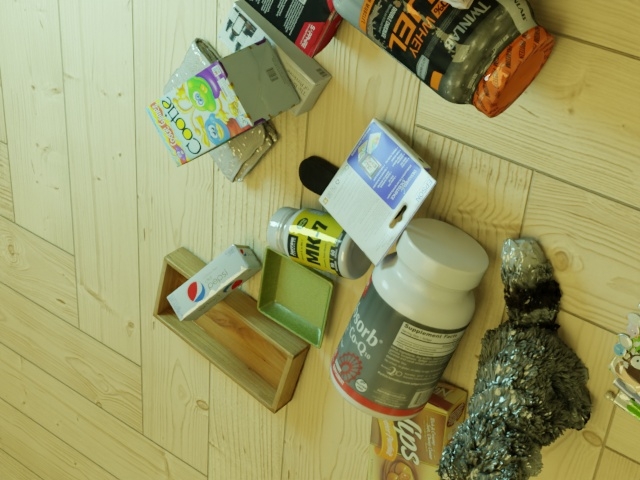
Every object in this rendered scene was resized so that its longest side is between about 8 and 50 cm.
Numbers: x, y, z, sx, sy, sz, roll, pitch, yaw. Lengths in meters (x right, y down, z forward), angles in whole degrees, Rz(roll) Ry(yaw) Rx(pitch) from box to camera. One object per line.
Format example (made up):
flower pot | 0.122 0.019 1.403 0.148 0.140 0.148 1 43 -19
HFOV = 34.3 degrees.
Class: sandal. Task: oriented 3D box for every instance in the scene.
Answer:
sandal | 0.054 -0.093 2.086 0.254 0.054 0.097 21 125 32

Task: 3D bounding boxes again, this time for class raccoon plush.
raccoon plush | 0.309 0.251 1.882 0.216 0.299 0.446 -10 106 44

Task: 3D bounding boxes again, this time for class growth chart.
growth chart | 0.588 0.231 1.830 0.172 0.021 0.237 31 129 26

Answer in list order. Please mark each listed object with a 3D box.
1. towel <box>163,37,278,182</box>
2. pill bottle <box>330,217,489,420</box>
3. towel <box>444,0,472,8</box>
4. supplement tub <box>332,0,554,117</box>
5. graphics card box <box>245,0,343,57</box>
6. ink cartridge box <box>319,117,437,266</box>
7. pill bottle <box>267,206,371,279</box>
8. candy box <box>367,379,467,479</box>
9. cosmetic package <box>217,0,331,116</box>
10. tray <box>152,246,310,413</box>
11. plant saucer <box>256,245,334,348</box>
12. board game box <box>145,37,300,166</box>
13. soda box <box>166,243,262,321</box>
towel | -0.220 -0.272 2.230 0.282 0.049 0.187 51 135 7
pill bottle | 0.172 0.151 1.996 0.210 0.210 0.363 35 121 21
towel | 0.165 -0.545 1.602 0.332 0.317 0.053 29 172 26
supplement tub | 0.200 -0.366 1.700 0.338 0.207 0.207 41 134 16
graphics card box | -0.094 -0.537 1.888 0.371 0.094 0.233 40 145 5
ink cartridge box | 0.113 -0.089 1.959 0.206 0.045 0.208 -55 52 22
pill bottle | 0.000 0.000 2.140 0.208 0.119 0.119 16 123 34
candy box | 0.202 0.430 2.225 0.183 0.087 0.316 23 126 31
cosmetic package | -0.095 -0.365 2.061 0.239 0.060 0.099 46 136 12
tray | -0.219 0.210 2.481 0.411 0.076 0.203 36 132 22
plant saucer | -0.048 0.117 2.299 0.188 0.045 0.188 30 130 25
board game box | -0.199 -0.269 2.065 0.275 0.142 0.144 -21 100 49
soda box | -0.242 0.097 2.366 0.216 0.074 0.069 -37 74 18
